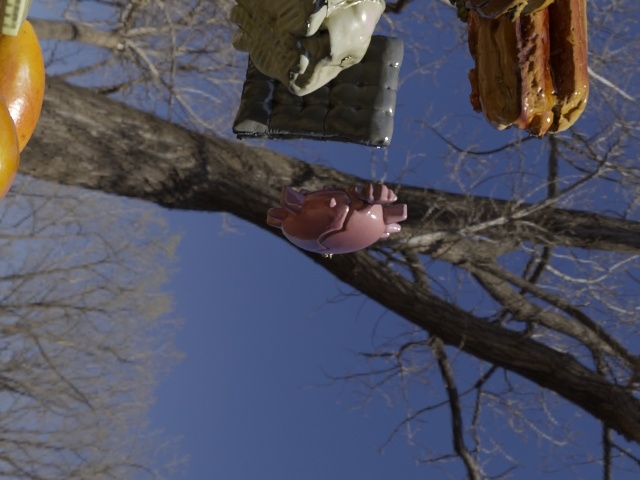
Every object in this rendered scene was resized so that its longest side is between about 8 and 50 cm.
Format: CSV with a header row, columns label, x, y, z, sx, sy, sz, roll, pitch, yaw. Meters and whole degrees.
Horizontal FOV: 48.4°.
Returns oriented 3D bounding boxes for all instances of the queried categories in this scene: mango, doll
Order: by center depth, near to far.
label,x,y,z,sx,sy,sz,roll,pitch,yaw
mango,-0.380,-0.173,0.809,0.141,0.102,0.217,0,-100,42
doll,0.025,-0.033,1.100,0.262,0.211,0.093,142,-46,-62

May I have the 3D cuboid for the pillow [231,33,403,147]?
label,x,y,z,sx,sy,sz,roll,pitch,yaw
pillow,-0.007,-0.299,1.418,0.101,0.326,0.228,47,51,-77

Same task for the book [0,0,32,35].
label,x,y,z,sx,sy,sz,roll,pitch,yaw
book,-0.079,-0.194,0.247,0.192,0.013,0.168,-47,-144,47

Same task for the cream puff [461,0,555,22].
label,x,y,z,sx,sy,sz,roll,pitch,yaw
cream puff,0.180,-0.279,0.683,0.119,0.104,0.133,117,-36,-60

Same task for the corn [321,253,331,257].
label,x,y,z,sx,sy,sz,roll,pitch,yaw
corn,0.000,0.000,1.348,0.083,0.028,0.027,56,-45,26

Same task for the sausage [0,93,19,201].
label,x,y,z,sx,sy,sz,roll,pitch,yaw
sausage,-0.205,-0.004,0.245,0.105,0.105,0.274,-63,-178,31

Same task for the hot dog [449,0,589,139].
label,x,y,z,sx,sy,sz,roll,pitch,yaw
hot dog,0.229,-0.290,0.831,0.117,0.158,0.349,-4,-90,51

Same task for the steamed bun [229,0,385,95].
label,x,y,z,sx,sy,sz,roll,pitch,yaw
steamed bun,-0.018,-0.409,1.173,0.280,0.207,0.268,43,-34,31
